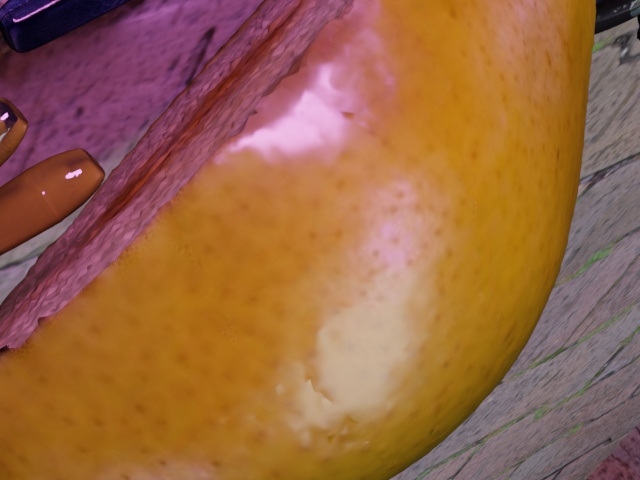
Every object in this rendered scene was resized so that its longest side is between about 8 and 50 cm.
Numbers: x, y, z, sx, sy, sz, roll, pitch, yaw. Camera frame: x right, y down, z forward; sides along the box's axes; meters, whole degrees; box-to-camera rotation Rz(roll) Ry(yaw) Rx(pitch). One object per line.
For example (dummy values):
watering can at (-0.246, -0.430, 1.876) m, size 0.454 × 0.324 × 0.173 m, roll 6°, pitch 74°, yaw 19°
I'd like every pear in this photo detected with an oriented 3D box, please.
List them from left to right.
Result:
pear at (0.000, 0.000, 0.783) m, size 0.386 × 0.191 × 0.340 m, roll -48°, pitch -169°, yaw -6°

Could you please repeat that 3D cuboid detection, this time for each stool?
stool at (-0.175, -0.035, 0.705) m, size 0.110 × 0.134 × 0.135 m, roll -42°, pitch -154°, yaw 3°

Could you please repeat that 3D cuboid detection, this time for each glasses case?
glasses case at (-0.113, -0.116, 0.764) m, size 0.083 × 0.023 × 0.033 m, roll -31°, pitch 165°, yaw -18°

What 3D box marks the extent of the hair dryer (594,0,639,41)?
hair dryer at (0.205, -0.185, 1.158) m, size 0.219 × 0.075 × 0.195 m, roll -23°, pitch 147°, yaw -21°
